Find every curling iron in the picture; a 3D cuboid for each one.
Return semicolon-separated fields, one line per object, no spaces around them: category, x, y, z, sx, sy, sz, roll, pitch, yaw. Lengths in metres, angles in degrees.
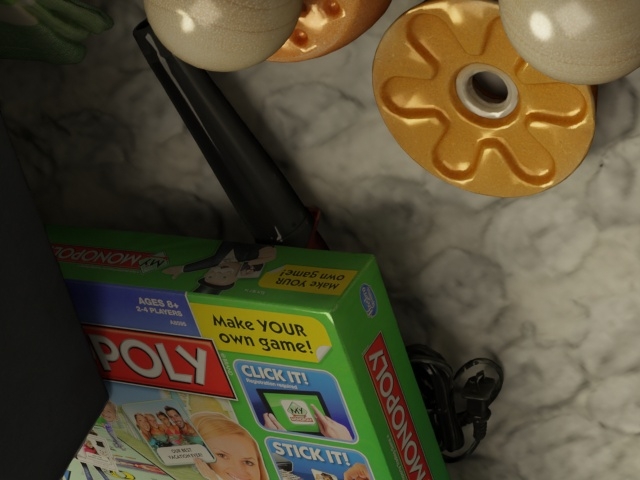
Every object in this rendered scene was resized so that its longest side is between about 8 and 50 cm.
curling iron;0.000;0.000;0.937;0.068;0.035;0.274;-24;113;35

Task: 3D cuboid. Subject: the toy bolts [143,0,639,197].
toy bolts;0.061;-0.083;0.747;0.228;0.158;0.218;-10;120;35

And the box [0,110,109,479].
box;-0.293;0.007;0.858;0.312;0.179;0.343;22;153;17

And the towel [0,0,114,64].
towel;-0.259;-0.165;0.831;0.248;0.038;0.325;8;164;23

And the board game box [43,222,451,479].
board game box;-0.085;0.089;1.019;0.317;0.046;0.213;5;131;34
